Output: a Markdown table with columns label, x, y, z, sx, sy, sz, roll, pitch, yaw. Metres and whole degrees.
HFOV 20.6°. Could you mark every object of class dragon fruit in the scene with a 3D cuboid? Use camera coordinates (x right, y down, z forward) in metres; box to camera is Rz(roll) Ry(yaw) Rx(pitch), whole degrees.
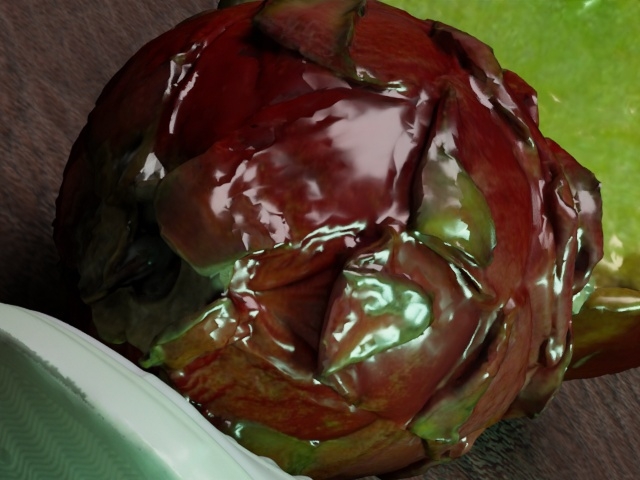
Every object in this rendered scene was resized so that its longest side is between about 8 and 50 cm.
| label | x | y | z | sx | sy | sz | roll | pitch | yaw |
| --- | --- | --- | --- | --- | --- | --- | --- | --- | --- |
| dragon fruit | 0.000 | 0.000 | 0.940 | 0.342 | 0.277 | 0.277 | 8 | 40 | -41 |

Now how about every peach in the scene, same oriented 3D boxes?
| label | x | y | z | sx | sy | sz | roll | pitch | yaw |
| --- | --- | --- | --- | --- | --- | --- | --- | --- | --- |
| peach | 0.117 | -0.080 | 1.239 | 0.416 | 0.339 | 0.353 | 30 | -13 | -32 |

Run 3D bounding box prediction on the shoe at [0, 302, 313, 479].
| label | x | y | z | sx | sy | sz | roll | pitch | yaw |
| --- | --- | --- | --- | --- | --- | --- | --- | --- | --- |
| shoe | -0.021 | 0.148 | 0.786 | 0.363 | 0.132 | 0.160 | 48 | 32 | -1 |
